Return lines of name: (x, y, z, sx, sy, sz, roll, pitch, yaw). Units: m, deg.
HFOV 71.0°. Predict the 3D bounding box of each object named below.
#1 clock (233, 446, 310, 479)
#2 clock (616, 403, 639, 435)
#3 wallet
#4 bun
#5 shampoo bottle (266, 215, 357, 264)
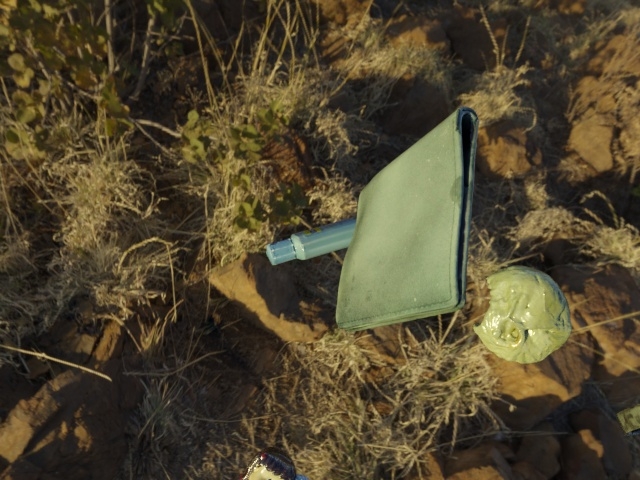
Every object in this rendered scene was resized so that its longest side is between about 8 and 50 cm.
clock: (-0.120, 0.598, 1.060, 0.194, 0.100, 0.195, 38, 95, -19)
clock: (0.713, 0.341, 0.900, 0.214, 0.215, 0.042, 3, 53, -21)
wallet: (0.121, -0.021, 0.649, 0.054, 0.251, 0.291, 24, 62, -19)
bun: (0.420, 0.165, 0.964, 0.126, 0.203, 0.213, -14, 86, -56)
shampoo bottle: (0.000, 0.000, 1.064, 0.258, 0.104, 0.061, -16, 107, -14)
